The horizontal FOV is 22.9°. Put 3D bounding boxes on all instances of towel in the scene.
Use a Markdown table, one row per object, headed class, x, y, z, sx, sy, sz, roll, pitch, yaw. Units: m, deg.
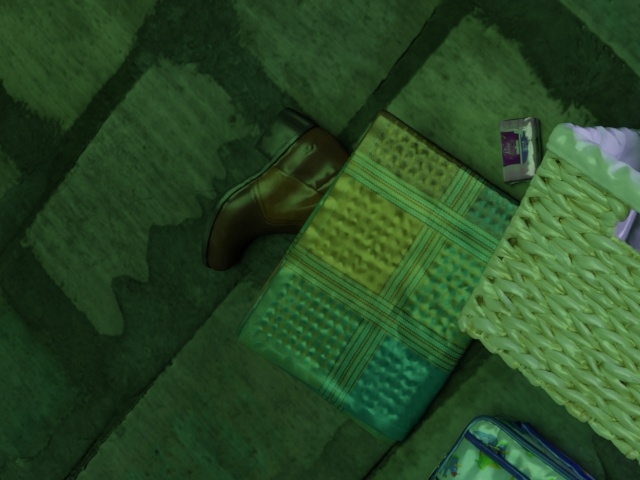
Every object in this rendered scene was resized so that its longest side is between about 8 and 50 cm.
| class | x | y | z | sx | sy | sz | roll | pitch | yaw |
| --- | --- | --- | --- | --- | --- | --- | --- | --- | --- |
| towel | 0.089 | 0.052 | 2.052 | 0.271 | 0.040 | 0.370 | 35 | 107 | 9 |

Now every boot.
| class | x | y | z | sx | sy | sz | roll | pitch | yaw |
| --- | --- | --- | --- | --- | --- | --- | --- | --- | --- |
| boot | 0.000 | 0.000 | 2.140 | 0.280 | 0.096 | 0.264 | 38 | 102 | 13 |

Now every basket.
| class | x | y | z | sx | sy | sz | roll | pitch | yaw |
| --- | --- | --- | --- | --- | --- | --- | --- | --- | --- |
| basket | 0.388 | 0.061 | 1.781 | 0.328 | 0.331 | 0.266 | 38 | 110 | 25 |

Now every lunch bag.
| class | x | y | z | sx | sy | sz | roll | pitch | yaw |
| --- | --- | --- | --- | --- | --- | --- | --- | --- | --- |
| lunch bag | 0.246 | 0.330 | 1.970 | 0.219 | 0.090 | 0.176 | 38 | 102 | 23 |

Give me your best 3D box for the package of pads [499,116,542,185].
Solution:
| class | x | y | z | sx | sy | sz | roll | pitch | yaw |
| --- | --- | --- | --- | --- | --- | --- | --- | --- | --- |
| package of pads | 0.256 | -0.114 | 2.018 | 0.050 | 0.032 | 0.083 | -7 | 84 | 26 |
